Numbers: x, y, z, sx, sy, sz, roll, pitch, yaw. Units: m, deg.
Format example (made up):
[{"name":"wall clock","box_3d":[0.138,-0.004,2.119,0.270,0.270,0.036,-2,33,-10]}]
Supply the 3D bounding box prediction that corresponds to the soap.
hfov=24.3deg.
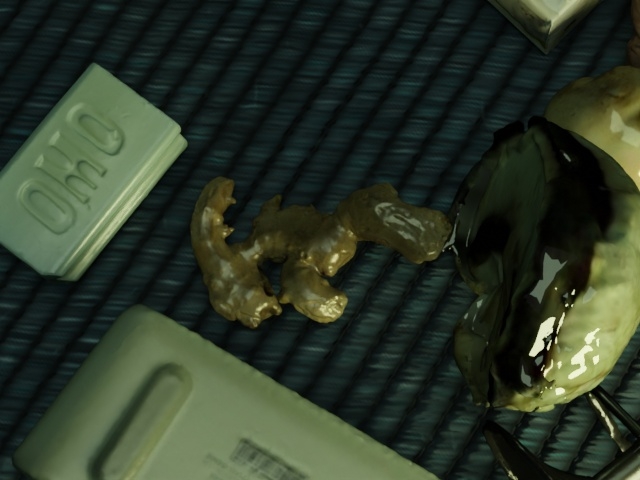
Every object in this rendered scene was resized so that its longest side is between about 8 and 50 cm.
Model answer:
[{"name":"soap","box_3d":[-0.239,-0.062,1.464,0.119,0.066,0.198,36,82,12]}]

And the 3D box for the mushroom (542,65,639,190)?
[{"name":"mushroom","box_3d":[0.278,-0.095,1.417,0.112,0.148,0.148,-17,72,-42]}]

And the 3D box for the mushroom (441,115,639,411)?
[{"name":"mushroom","box_3d":[0.196,0.028,1.294,0.130,0.344,0.247,17,102,-7]}]

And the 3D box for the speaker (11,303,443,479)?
[{"name":"speaker","box_3d":[-0.055,0.233,1.331,0.406,0.183,0.184,30,75,9]}]

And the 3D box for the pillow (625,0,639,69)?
[{"name":"pillow","box_3d":[0.403,-0.256,1.409,0.223,0.084,0.236,-1,106,8]}]

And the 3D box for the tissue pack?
[{"name":"tissue pack","box_3d":[0.209,-0.281,1.470,0.106,0.099,0.149,-44,78,-7]}]

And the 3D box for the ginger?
[{"name":"ginger","box_3d":[-0.004,0.015,1.427,0.259,0.065,0.149,3,81,15]}]

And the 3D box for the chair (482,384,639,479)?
[{"name":"chair","box_3d":[0.364,0.129,1.301,0.401,0.226,0.226,-37,78,-5]}]
